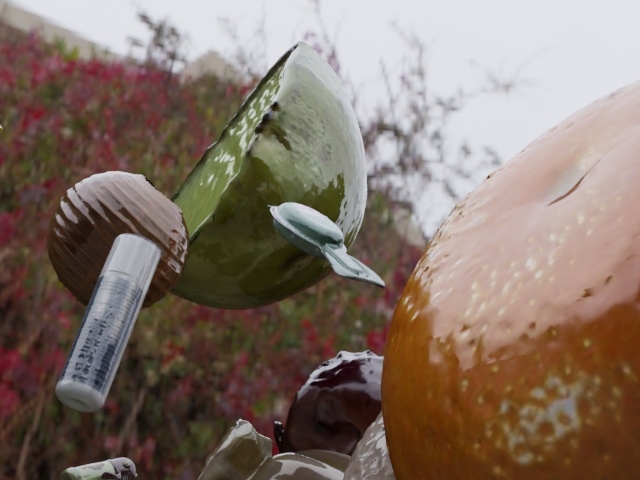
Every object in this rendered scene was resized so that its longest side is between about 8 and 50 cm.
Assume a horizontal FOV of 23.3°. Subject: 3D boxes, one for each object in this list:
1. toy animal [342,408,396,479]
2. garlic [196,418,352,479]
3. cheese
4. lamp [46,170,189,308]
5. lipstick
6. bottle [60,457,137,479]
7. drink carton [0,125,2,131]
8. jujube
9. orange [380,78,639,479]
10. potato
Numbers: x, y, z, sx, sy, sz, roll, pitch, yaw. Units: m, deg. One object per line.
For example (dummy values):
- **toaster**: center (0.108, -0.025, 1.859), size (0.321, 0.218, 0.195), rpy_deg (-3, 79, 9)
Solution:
- **toy animal**: center (0.186, 0.169, 1.372), size (0.358, 0.226, 0.188), rpy_deg (-11, -66, 6)
- **garlic**: center (-0.019, 0.336, 1.520), size (0.325, 0.279, 0.132), rpy_deg (38, -15, 29)
- **cheese**: center (0.000, 0.000, 1.255), size (0.067, 0.120, 0.026), rpy_deg (13, -69, -46)
- **lamp**: center (-0.188, 0.003, 1.443), size (0.136, 0.136, 0.136), rpy_deg (4, -41, 3)
- **lipstick**: center (-0.162, 0.063, 1.188), size (0.040, 0.141, 0.040), rpy_deg (14, -29, 8)
- **bottle**: center (-0.288, 0.308, 2.028), size (0.101, 0.063, 0.047), rpy_deg (-12, -61, -39)
- **drink carton**: center (-0.341, -0.045, 1.307), size (0.056, 0.071, 0.166), rpy_deg (38, -87, 2)
- **jujube**: center (0.104, 0.250, 1.819), size (0.258, 0.258, 0.376), rpy_deg (-18, -14, 25)
- **orange**: center (0.247, 0.081, 1.029), size (0.424, 0.424, 0.326), rpy_deg (-27, -67, 32)
- **potato**: center (-0.047, -0.018, 1.773), size (0.212, 0.280, 0.330), rpy_deg (34, -64, -12)
